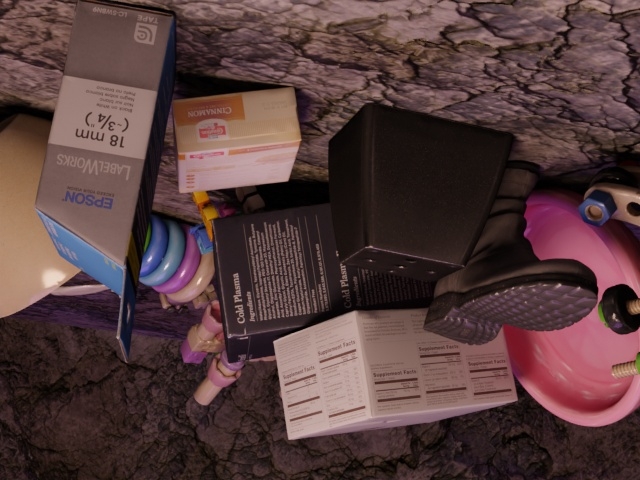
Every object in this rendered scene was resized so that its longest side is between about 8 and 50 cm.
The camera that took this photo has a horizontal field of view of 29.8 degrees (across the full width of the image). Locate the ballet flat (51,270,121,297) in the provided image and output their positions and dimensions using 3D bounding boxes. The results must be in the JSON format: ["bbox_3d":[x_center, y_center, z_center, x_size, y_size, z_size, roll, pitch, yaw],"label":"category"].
[{"bbox_3d":[-0.541,0.035,2.347,0.409,0.147,0.147,7,167,10],"label":"ballet flat"}]

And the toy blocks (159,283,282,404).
[{"bbox_3d":[-0.141,0.160,2.568,0.289,0.309,0.260,3,140,-36],"label":"toy blocks"}]

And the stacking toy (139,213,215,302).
[{"bbox_3d":[-0.341,-0.004,2.070,0.330,0.141,0.141,25,160,-39],"label":"stacking toy"}]

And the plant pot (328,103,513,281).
[{"bbox_3d":[0.108,-0.048,1.475,0.188,0.167,0.187,12,166,-12],"label":"plant pot"}]

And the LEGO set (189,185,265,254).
[{"bbox_3d":[-0.160,-0.049,1.863,0.087,0.093,0.227,-21,171,-18],"label":"LEGO set"}]

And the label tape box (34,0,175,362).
[{"bbox_3d":[-0.231,-0.053,1.280,0.106,0.333,0.240,9,167,-5],"label":"label tape box"}]

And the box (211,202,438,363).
[{"bbox_3d":[-0.002,0.064,1.840,0.312,0.179,0.343,-9,169,-7],"label":"box"}]

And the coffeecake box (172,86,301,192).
[{"bbox_3d":[-0.104,-0.117,1.446,0.142,0.068,0.185,-7,169,-8],"label":"coffeecake box"}]

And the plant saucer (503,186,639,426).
[{"bbox_3d":[0.351,0.084,1.638,0.084,0.332,0.332,-16,180,-27],"label":"plant saucer"}]

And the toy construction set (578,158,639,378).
[{"bbox_3d":[0.482,-0.001,1.406,0.237,0.257,0.309,-21,171,42],"label":"toy construction set"}]

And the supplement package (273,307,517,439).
[{"bbox_3d":[0.103,0.182,1.684,0.262,0.145,0.204,0,164,-36],"label":"supplement package"}]

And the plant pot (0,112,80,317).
[{"bbox_3d":[-0.398,-0.059,1.626,0.284,0.284,0.191,-9,124,53],"label":"plant pot"}]

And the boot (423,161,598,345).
[{"bbox_3d":[0.235,-0.002,1.493,0.118,0.222,0.338,22,162,-20],"label":"boot"}]
